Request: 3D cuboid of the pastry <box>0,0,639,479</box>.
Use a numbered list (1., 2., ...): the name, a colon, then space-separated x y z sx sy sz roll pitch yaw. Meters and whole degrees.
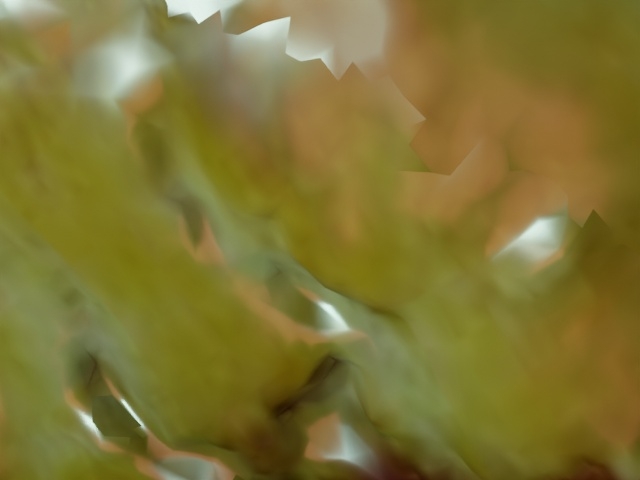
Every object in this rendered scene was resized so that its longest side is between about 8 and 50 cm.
1. pastry: 0.000 0.000 0.500 0.410 0.245 0.409 11 123 18
